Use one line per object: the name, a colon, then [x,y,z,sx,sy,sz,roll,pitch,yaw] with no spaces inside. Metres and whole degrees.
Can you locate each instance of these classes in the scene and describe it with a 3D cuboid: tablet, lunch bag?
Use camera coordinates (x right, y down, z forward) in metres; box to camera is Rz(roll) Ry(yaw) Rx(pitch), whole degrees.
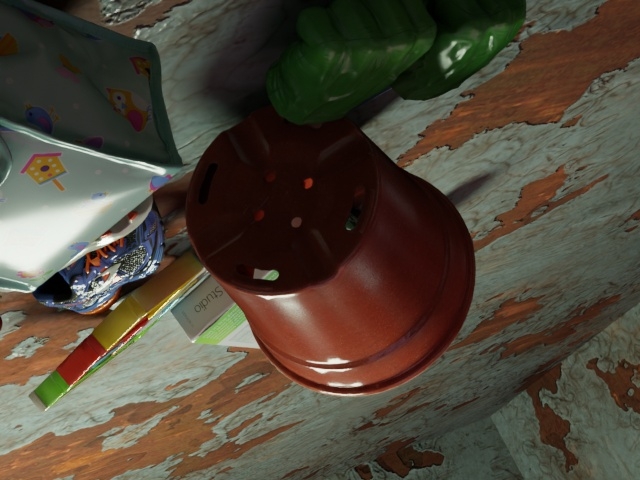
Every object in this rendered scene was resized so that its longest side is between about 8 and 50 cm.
tablet: [-0.231,0.079,1.759,0.054,0.006,0.083,-30,162,7]
lunch bag: [-0.273,-0.074,1.044,0.262,0.160,0.223,11,144,-46]

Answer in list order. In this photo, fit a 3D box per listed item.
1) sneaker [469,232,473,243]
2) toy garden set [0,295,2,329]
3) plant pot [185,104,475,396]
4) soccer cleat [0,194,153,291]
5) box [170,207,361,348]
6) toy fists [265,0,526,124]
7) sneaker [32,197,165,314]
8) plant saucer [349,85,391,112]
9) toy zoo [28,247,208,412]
sneaker: [0.072,0.081,2.008,0.341,0.125,0.140,-37,158,25]
toy garden set: [-0.388,0.017,1.111,0.244,0.204,0.049,10,104,-63]
plant pot: [0.000,0.000,1.447,0.272,0.272,0.265,-30,154,7]
soccer cleat: [-0.253,-0.009,1.405,0.196,0.068,0.076,-29,176,10]
box: [-0.032,0.048,1.812,0.232,0.058,0.322,-41,163,11]
toy fists: [0.079,-0.194,1.316,0.279,0.096,0.142,-15,168,-38]
sneaker: [-0.235,0.018,1.472,0.087,0.083,0.221,-4,149,-40]
plant saucer: [0.022,-0.152,1.469,0.192,0.018,0.067,-29,162,7]
toy zoo: [-0.208,0.082,1.633,0.293,0.030,0.192,-42,178,39]
